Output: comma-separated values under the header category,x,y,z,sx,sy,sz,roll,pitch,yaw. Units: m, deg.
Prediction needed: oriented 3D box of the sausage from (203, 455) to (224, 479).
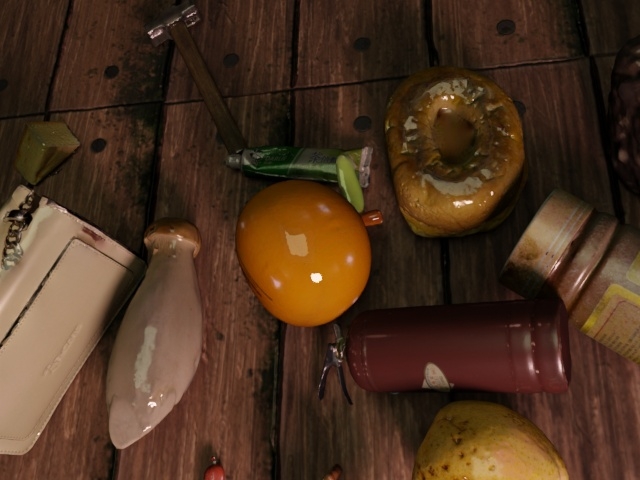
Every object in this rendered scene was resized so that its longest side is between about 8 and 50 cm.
category,x,y,z,sx,sy,sz,roll,pitch,yaw
sausage,-0.146,0.425,0.796,0.034,0.034,0.253,-6,68,10

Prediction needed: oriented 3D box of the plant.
category,x,y,z,sx,sy,sz,roll,pitch,yaw
plant,0.496,-0.189,0.744,0.213,0.312,0.215,-20,69,8

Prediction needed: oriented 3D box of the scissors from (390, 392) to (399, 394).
category,x,y,z,sx,sy,sz,roll,pitch,yaw
scissors,0.130,0.190,0.841,0.083,0.006,0.036,-24,64,3

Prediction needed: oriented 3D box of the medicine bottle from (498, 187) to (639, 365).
category,x,y,z,sx,sy,sz,roll,pitch,yaw
medicine bottle,0.406,0.073,0.746,0.322,0.151,0.151,33,79,22

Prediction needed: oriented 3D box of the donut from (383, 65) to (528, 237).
category,x,y,z,sx,sy,sz,roll,pitch,yaw
donut,0.201,-0.139,0.888,0.209,0.128,0.261,-16,68,6

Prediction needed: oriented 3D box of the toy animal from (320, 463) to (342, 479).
category,x,y,z,sx,sy,sz,roll,pitch,yaw
toy animal,0.006,0.403,0.714,0.157,0.097,0.312,39,105,18

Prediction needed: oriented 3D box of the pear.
category,x,y,z,sx,sy,sz,roll,pitch,yaw
pear,0.202,0.279,0.704,0.178,0.178,0.178,-4,68,11

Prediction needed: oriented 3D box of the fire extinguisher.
category,x,y,z,sx,sy,sz,roll,pitch,yaw
fire extinguisher,0.143,0.150,0.772,0.337,0.114,0.135,-6,84,28

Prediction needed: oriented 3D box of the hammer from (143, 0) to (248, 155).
category,x,y,z,sx,sy,sz,roll,pitch,yaw
hammer,-0.219,-0.296,1.092,0.111,0.043,0.365,-28,67,0

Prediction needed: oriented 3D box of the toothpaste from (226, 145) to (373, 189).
category,x,y,z,sx,sy,sz,roll,pitch,yaw
toothpaste,-0.038,-0.127,0.983,0.248,0.047,0.078,5,72,12

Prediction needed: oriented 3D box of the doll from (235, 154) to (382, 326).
category,x,y,z,sx,sy,sz,roll,pitch,yaw
doll,0.000,0.000,0.848,0.236,0.213,0.213,-31,65,-16

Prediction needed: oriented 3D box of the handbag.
category,x,y,z,sx,sy,sz,roll,pitch,yaw
handbag,-0.456,0.118,0.874,0.160,0.236,0.358,26,77,18

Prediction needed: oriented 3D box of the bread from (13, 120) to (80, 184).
category,x,y,z,sx,sy,sz,roll,pitch,yaw
bread,-0.516,-0.159,1.116,0.084,0.080,0.109,43,118,23

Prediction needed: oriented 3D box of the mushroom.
category,x,y,z,sx,sy,sz,roll,pitch,yaw
mushroom,-0.242,0.130,0.886,0.128,0.128,0.350,-2,65,12
